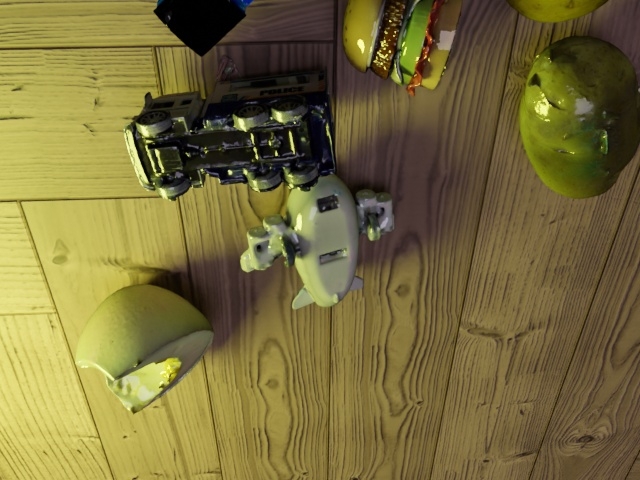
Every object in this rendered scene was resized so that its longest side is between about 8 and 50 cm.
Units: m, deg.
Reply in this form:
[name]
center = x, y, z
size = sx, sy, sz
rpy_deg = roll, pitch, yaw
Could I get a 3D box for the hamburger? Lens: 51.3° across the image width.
[hamburger]
center = 0.097, -0.273, 0.837
size = 0.137, 0.175, 0.175
rpy_deg = 13, 127, 2

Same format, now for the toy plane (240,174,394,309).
[toy plane]
center = 0.002, 0.003, 1.067
size = 0.267, 0.122, 0.267
rpy_deg = -14, 130, -17

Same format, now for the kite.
[kite]
center = -0.101, -0.211, 0.962
size = 0.156, 0.011, 0.139
rpy_deg = -23, 129, 14

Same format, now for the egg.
[egg]
center = -0.308, 0.164, 1.153
size = 0.206, 0.162, 0.271
rpy_deg = -38, 165, -14

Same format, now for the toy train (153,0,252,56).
[toy train]
center = -0.100, -0.326, 0.791
size = 0.204, 0.131, 0.083
rpy_deg = -36, 122, 22

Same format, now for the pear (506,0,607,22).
[pear]
center = 0.291, -0.338, 0.800
size = 0.162, 0.149, 0.149
rpy_deg = -23, 127, 22

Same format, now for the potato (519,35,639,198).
[potato]
center = 0.371, -0.168, 0.943
size = 0.169, 0.143, 0.248
rpy_deg = -8, 130, 16

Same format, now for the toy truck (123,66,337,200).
[toy truck]
center = -0.115, -0.152, 0.910
size = 0.268, 0.155, 0.124
rpy_deg = -4, 128, 5
